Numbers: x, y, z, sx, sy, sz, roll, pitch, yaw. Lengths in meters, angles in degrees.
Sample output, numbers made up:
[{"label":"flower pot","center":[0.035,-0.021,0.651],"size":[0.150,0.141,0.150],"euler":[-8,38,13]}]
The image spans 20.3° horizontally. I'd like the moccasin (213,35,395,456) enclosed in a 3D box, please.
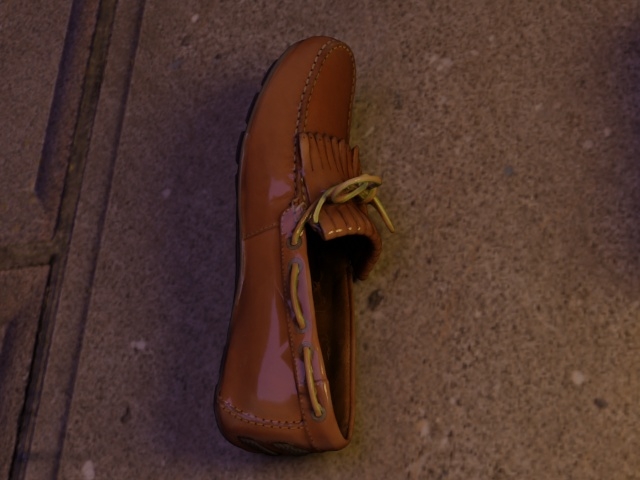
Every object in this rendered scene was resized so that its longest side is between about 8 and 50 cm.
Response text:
[{"label":"moccasin","center":[-0.001,-0.001,1.558],"size":[0.147,0.139,0.380],"euler":[-4,63,26]}]
